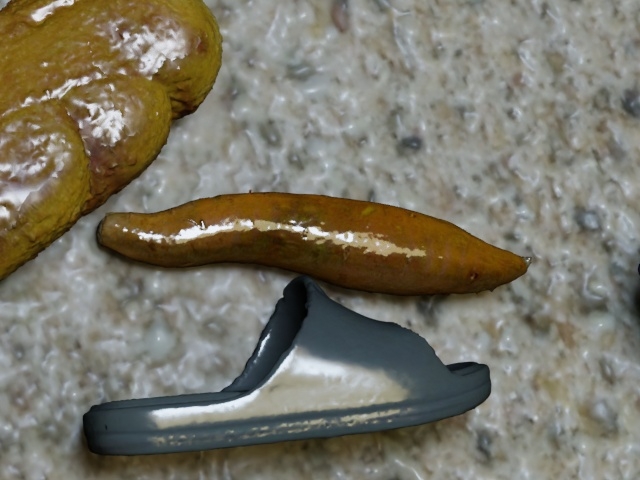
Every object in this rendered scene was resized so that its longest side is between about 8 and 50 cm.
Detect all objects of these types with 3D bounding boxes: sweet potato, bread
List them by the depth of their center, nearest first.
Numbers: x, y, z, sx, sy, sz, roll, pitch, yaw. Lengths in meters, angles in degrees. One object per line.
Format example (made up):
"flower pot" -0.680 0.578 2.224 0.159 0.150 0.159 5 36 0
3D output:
"bread" -0.193 -0.030 1.057 0.124 0.084 0.344 40 67 15
"sweet potato" 0.000 -0.001 1.138 0.265 0.057 0.057 8 76 -12

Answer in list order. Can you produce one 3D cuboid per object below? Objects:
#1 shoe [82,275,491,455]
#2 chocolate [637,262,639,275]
"shoe" -0.017 0.067 1.087 0.241 0.108 0.093 -7 87 -18
"chocolate" 0.314 0.126 1.185 0.343 0.126 0.148 50 42 12
